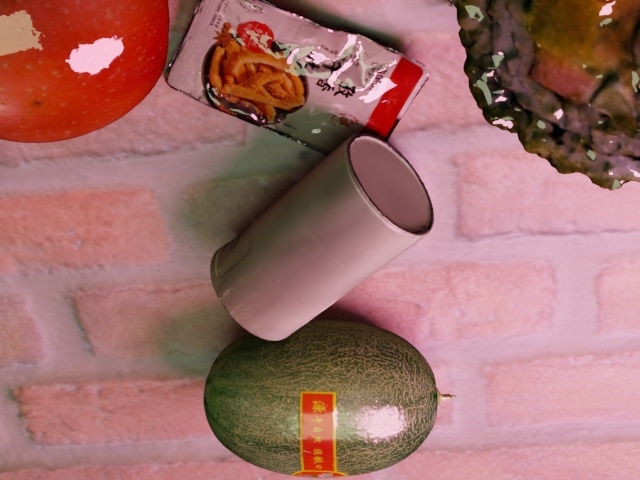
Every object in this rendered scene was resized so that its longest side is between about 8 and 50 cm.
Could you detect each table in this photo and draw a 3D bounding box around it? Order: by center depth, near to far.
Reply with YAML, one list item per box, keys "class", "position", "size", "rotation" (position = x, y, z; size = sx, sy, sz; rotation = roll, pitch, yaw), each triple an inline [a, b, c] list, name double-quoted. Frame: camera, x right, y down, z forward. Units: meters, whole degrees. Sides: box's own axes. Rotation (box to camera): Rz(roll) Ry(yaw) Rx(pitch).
- class: "table"
  position: [0.000, 0.000, 1.202]
  size: [0.126, 0.126, 0.220]
  rotation: [38, 124, -20]

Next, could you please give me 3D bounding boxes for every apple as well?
- class: "apple"
  position: [-0.242, -0.212, 1.006]
  size: [0.216, 0.260, 0.260]
  rotation: [-6, 126, -6]

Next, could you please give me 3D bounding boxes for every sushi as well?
- class: "sushi"
  position: [0.254, -0.220, 0.944]
  size: [0.294, 0.178, 0.352]
  rotation: [22, 134, 29]

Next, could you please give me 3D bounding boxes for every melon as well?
- class: "melon"
  position: [0.010, 0.180, 1.306]
  size: [0.287, 0.182, 0.182]
  rotation: [-3, 125, 8]

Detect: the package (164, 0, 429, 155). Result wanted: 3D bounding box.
- class: "package"
  position: [-0.025, -0.166, 1.150]
  size: [0.239, 0.030, 0.154]
  rotation: [20, 136, -14]
